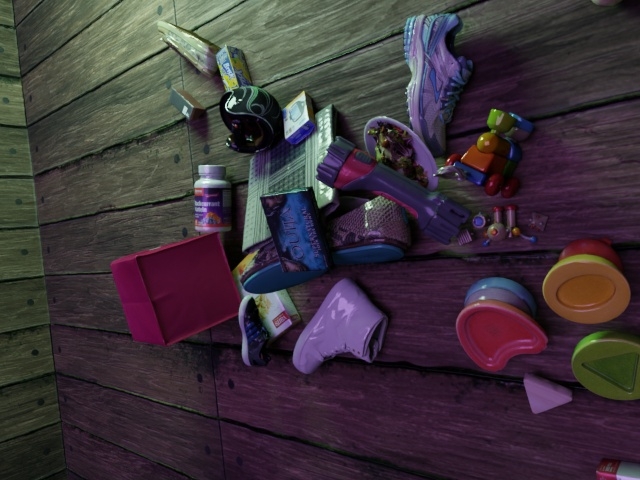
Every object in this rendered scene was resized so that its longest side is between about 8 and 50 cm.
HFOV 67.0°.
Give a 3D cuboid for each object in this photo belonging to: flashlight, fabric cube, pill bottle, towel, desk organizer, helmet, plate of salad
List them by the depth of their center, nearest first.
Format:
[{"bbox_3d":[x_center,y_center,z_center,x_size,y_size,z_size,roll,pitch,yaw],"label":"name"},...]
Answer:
[{"bbox_3d":[0.140,-0.094,0.976,0.304,0.103,0.103,32,98,5],"label":"flashlight"},{"bbox_3d":[0.158,-0.165,1.002,0.200,0.048,0.200,43,162,18],"label":"plate of salad"},{"bbox_3d":[-0.070,-0.142,1.182,0.312,0.056,0.324,-26,49,34],"label":"towel"},{"bbox_3d":[-0.183,-0.322,1.264,0.169,0.169,0.161,-43,32,35],"label":"helmet"},{"bbox_3d":[-0.420,0.136,1.404,0.258,0.254,0.259,-11,97,53],"label":"fabric cube"},{"bbox_3d":[-0.319,-0.125,1.435,0.108,0.108,0.193,6,98,40],"label":"pill bottle"},{"bbox_3d":[-0.420,-0.428,1.526,0.130,0.050,0.047,44,120,28],"label":"desk organizer"}]

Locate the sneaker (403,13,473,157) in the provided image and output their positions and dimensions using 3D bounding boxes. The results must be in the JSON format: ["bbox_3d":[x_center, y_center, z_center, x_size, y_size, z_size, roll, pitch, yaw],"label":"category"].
[{"bbox_3d":[0.236,-0.307,0.953,0.122,0.110,0.282,-3,98,27],"label":"sneaker"}]

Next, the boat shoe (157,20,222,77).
[{"bbox_3d":[-0.406,-0.585,1.462,0.285,0.105,0.089,38,115,30],"label":"boat shoe"}]

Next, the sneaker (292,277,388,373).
[{"bbox_3d":[0.048,0.254,1.169,0.169,0.108,0.292,44,119,32],"label":"sneaker"}]

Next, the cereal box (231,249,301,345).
[{"bbox_3d":[-0.168,0.166,1.379,0.173,0.047,0.240,-42,68,36],"label":"cereal box"}]

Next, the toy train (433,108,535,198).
[{"bbox_3d":[0.286,-0.161,0.834,0.105,0.248,0.143,35,111,33],"label":"toy train"}]

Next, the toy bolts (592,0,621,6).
[{"bbox_3d":[0.531,-0.370,0.710,0.218,0.158,0.228,-10,75,1],"label":"toy bolts"}]

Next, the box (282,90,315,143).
[{"bbox_3d":[-0.055,-0.302,1.202,0.081,0.028,0.136,-34,43,28],"label":"box"}]

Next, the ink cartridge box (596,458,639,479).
[{"bbox_3d":[0.544,0.430,0.801,0.135,0.056,0.099,-11,87,41],"label":"ink cartridge box"}]

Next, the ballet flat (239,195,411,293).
[{"bbox_3d":[0.000,0.000,1.173,0.483,0.164,0.181,-19,60,35],"label":"ballet flat"}]

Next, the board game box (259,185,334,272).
[{"bbox_3d":[-0.051,-0.019,1.052,0.126,0.026,0.186,-6,111,29],"label":"board game box"}]

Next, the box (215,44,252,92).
[{"bbox_3d":[-0.237,-0.457,1.362,0.054,0.059,0.168,-24,80,41],"label":"box"}]

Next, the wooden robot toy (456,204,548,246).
[{"bbox_3d":[0.332,-0.026,0.917,0.173,0.079,0.076,-7,90,40],"label":"wooden robot toy"}]

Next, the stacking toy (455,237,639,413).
[{"bbox_3d":[0.428,0.151,0.871,0.309,0.130,0.279,-32,100,41],"label":"stacking toy"}]

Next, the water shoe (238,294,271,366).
[{"bbox_3d":[-0.172,0.247,1.329,0.080,0.073,0.203,2,103,18],"label":"water shoe"}]
